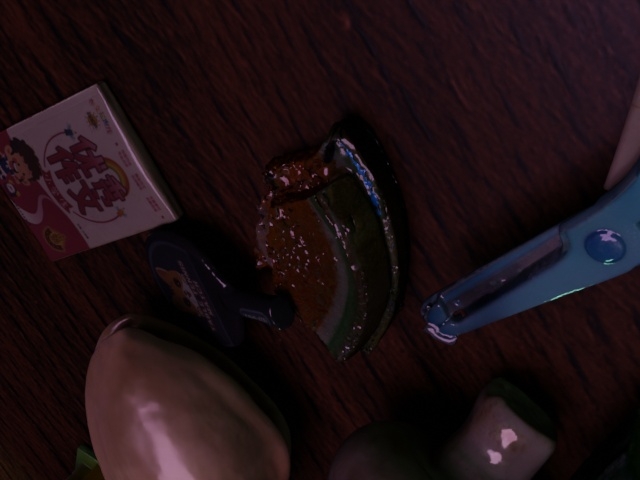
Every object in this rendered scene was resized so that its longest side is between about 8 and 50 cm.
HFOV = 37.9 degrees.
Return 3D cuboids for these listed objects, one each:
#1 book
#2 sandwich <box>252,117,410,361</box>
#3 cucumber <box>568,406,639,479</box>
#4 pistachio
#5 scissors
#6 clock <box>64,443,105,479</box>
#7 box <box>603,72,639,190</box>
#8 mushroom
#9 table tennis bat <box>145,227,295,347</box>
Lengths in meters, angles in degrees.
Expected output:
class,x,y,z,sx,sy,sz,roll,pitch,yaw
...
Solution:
class,x,y,z,sx,sy,sz,roll,pitch,yaw
book,-0.269,-0.068,1.021,0.232,0.022,0.162,-14,113,39
sandwich,0.006,0.000,0.854,0.159,0.079,0.235,25,132,16
cucumber,0.300,0.239,0.784,0.191,0.191,0.130,33,135,8
pistachio,-0.150,0.227,1.039,0.214,0.193,0.318,-29,99,6
scissors,0.218,0.001,0.673,0.180,0.032,0.393,49,134,-10
clock,-0.381,0.457,1.306,0.106,0.255,0.219,30,133,11
box,0.284,-0.106,0.616,0.141,0.058,0.201,20,131,20
mushroom,0.138,0.243,0.882,0.244,0.243,0.243,17,129,22
table tennis bat,-0.108,0.055,0.963,0.236,0.027,0.150,10,131,51
